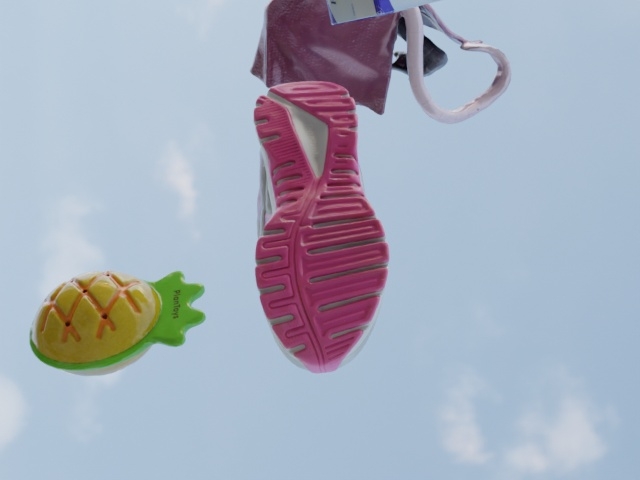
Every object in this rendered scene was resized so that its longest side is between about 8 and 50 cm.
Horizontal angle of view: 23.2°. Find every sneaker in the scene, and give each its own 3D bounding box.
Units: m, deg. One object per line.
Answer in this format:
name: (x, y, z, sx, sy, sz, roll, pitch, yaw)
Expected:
sneaker: (0.000, 0.000, 1.220, 0.103, 0.111, 0.252, -2, -125, 1)

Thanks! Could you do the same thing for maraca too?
maraca: (-0.208, 0.080, 1.594, 0.186, 0.099, 0.127, -11, -135, 4)

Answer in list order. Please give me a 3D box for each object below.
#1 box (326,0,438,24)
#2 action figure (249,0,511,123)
box: (0.068, -0.263, 1.350, 0.072, 0.137, 0.126, 3, -71, 54)
action figure: (0.028, -0.293, 1.558, 0.276, 0.248, 0.370, 31, -38, 30)
